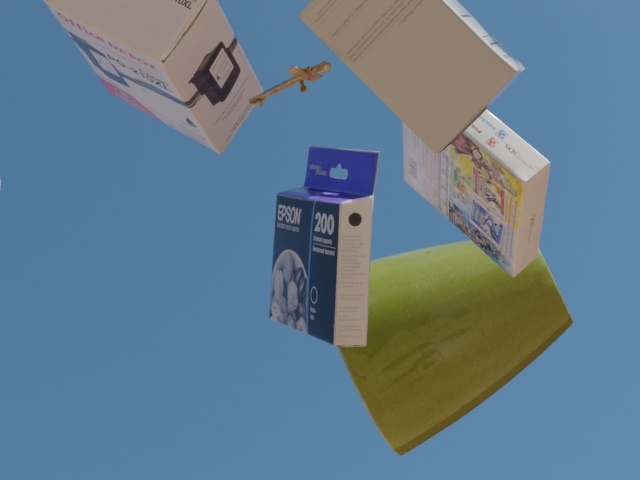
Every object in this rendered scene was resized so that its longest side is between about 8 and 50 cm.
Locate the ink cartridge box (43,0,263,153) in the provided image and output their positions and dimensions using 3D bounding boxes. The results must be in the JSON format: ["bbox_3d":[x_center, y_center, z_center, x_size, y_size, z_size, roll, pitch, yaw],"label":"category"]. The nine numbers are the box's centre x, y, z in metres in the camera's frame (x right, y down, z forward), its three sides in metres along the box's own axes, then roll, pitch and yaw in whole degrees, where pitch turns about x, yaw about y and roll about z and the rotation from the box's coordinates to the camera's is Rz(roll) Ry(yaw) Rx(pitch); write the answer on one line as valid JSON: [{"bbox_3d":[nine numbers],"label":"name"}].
[{"bbox_3d":[-0.179,-0.214,1.485,0.100,0.172,0.237,-57,-20,-11],"label":"ink cartridge box"}]

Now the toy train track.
[{"bbox_3d":[-0.026,-0.134,1.190,0.083,0.014,0.048,-23,-15,28],"label":"toy train track"}]

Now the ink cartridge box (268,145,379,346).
[{"bbox_3d":[0.000,0.000,1.494,0.045,0.206,0.208,3,-87,-22],"label":"ink cartridge box"}]

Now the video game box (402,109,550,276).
[{"bbox_3d":[0.167,-0.076,1.501,0.048,0.187,0.205,-37,-26,-15],"label":"video game box"}]

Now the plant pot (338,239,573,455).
[{"bbox_3d":[0.188,0.112,1.880,0.293,0.275,0.275,-26,-41,7],"label":"plant pot"}]

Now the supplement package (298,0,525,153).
[{"bbox_3d":[0.086,-0.181,1.243,0.105,0.179,0.105,-45,-2,15],"label":"supplement package"}]
